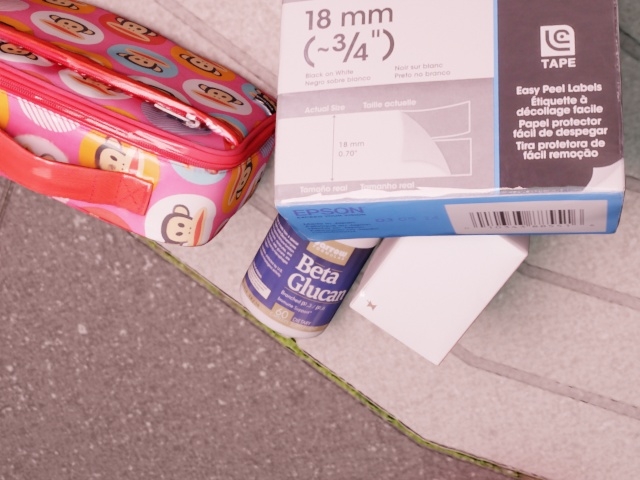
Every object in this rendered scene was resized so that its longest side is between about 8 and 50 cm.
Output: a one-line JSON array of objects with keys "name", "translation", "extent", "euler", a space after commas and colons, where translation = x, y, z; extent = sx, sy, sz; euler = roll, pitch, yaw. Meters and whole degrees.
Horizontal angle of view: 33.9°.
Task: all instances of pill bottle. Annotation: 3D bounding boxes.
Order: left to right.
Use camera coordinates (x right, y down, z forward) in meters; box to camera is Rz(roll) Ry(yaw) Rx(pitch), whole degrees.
[{"name": "pill bottle", "translation": [0.000, 0.000, 0.975], "extent": [0.094, 0.094, 0.169], "euler": [30, 114, 1]}]

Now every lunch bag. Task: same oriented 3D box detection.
[{"name": "lunch bag", "translation": [-0.195, -0.104, 0.892], "extent": [0.293, 0.258, 0.120], "euler": [23, 114, 3]}]

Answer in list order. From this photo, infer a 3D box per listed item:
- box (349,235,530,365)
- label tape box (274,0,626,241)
[{"name": "box", "translation": [0.110, 0.003, 0.909], "extent": [0.091, 0.170, 0.130], "euler": [34, 115, -1]}, {"name": "label tape box", "translation": [0.096, -0.173, 0.786], "extent": [0.241, 0.106, 0.333], "euler": [-2, 74, 14]}]
